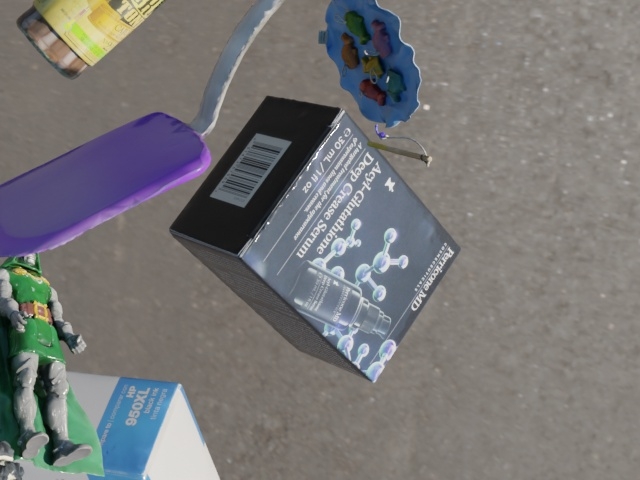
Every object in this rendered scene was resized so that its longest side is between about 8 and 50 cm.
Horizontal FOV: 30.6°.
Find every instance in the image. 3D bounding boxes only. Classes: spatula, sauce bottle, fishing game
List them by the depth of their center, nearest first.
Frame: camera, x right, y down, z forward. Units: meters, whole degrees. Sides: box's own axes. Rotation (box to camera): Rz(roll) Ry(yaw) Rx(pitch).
[{"bbox_3d":[-0.017,-0.090,0.470,0.296,0.084,0.030,-42,121,-5],"label":"spatula"},{"bbox_3d":[0.052,-0.219,1.415,0.041,0.189,0.264,-28,120,-24],"label":"fishing game"},{"bbox_3d":[-0.226,-0.352,1.486,0.344,0.111,0.111,-42,116,3],"label":"sauce bottle"}]

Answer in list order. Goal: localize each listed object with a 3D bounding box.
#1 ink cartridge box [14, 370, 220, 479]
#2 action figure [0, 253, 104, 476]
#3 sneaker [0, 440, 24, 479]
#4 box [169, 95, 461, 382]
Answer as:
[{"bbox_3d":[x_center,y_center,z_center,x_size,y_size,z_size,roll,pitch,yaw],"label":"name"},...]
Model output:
[{"bbox_3d":[-0.376,0.330,1.711,0.285,0.395,0.166,78,22,-46],"label":"ink cartridge box"},{"bbox_3d":[-0.258,0.093,1.051,0.063,0.232,0.137,-36,142,20],"label":"action figure"},{"bbox_3d":[-0.349,0.163,0.868,0.283,0.110,0.122,25,92,11],"label":"sneaker"},{"bbox_3d":[0.000,0.000,1.965,0.395,0.212,0.293,45,72,-38],"label":"box"}]
